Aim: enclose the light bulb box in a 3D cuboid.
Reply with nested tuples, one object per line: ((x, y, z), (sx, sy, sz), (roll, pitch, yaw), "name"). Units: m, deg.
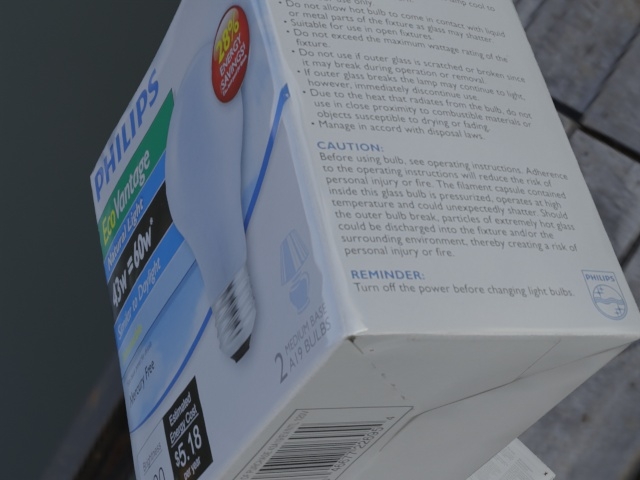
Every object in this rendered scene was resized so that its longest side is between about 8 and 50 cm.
((0.000, 0.000, 0.930), (0.358, 0.225, 0.361), (-53, 43, 46), "light bulb box")

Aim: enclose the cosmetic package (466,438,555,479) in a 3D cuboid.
((0.112, 0.191, 1.240), (0.239, 0.099, 0.060), (44, 139, 14), "cosmetic package")
